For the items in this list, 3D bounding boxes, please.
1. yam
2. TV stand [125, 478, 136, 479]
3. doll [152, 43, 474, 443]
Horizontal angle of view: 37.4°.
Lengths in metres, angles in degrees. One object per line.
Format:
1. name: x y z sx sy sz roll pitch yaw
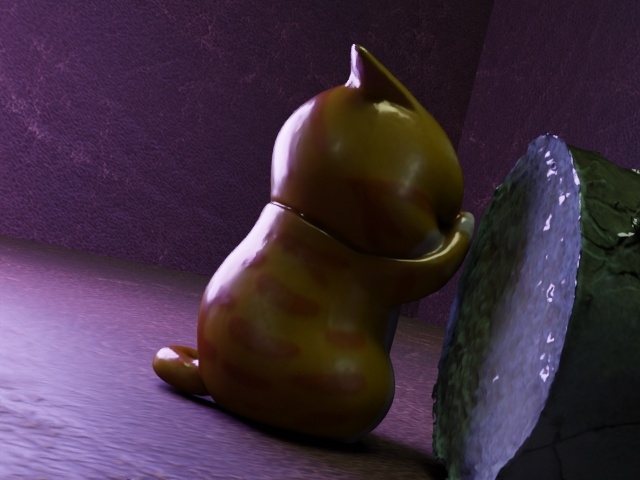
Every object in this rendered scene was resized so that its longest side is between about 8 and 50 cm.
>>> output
1. yam: 0.242 0.080 0.604 0.348 0.241 0.241 17 -2 -17
2. TV stand: 0.061 0.117 0.224 0.256 0.049 0.040 14 0 11
3. doll: 0.011 0.017 0.681 0.162 0.269 0.166 29 -3 -6
